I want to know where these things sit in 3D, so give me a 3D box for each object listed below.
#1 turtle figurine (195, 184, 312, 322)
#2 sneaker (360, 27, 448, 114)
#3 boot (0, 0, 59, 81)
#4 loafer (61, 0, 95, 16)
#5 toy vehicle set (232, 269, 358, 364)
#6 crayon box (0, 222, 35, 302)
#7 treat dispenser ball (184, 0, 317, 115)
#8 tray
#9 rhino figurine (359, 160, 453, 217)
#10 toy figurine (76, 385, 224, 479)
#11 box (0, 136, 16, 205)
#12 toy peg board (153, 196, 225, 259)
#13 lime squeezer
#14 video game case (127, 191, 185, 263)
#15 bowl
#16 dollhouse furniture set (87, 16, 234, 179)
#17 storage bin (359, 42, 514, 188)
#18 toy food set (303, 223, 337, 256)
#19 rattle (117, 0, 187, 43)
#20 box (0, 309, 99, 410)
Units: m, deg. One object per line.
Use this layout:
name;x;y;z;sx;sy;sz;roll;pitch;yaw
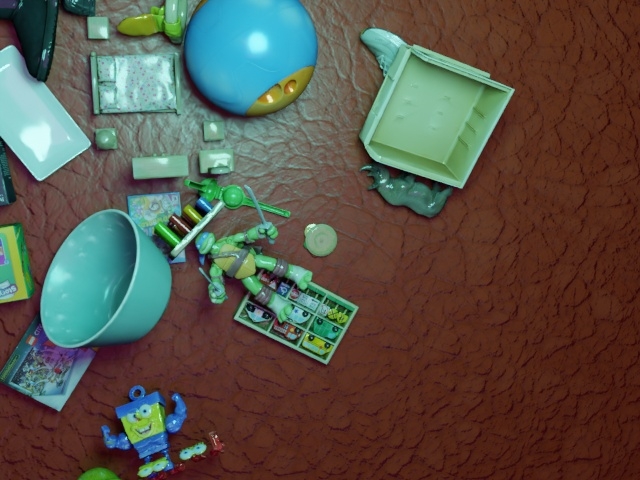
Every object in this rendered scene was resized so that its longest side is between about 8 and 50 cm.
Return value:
turtle figurine;-0.153;0.065;1.644;0.266;0.275;0.198;32;55;-17
sneaker;0.187;-0.401;1.768;0.262;0.099;0.121;37;92;-14
boot;-0.667;-0.470;1.553;0.207;0.094;0.246;6;87;-17
loafer;-0.506;-0.597;1.592;0.078;0.076;0.223;9;88;-31
toy vehicle set;-0.060;0.175;1.811;0.267;0.035;0.166;28;90;-15
crayon box;-0.788;0.066;1.604;0.278;0.081;0.165;-10;99;-12
treat dispenser ball;-0.148;-0.412;1.585;0.288;0.288;0.288;-2;97;-13
tray;-0.646;-0.277;1.609;0.145;0.030;0.270;-41;104;-18
rhino figurine;0.209;-0.134;1.816;0.243;0.073;0.106;19;90;-13
toy figurine;-0.427;0.460;1.738;0.362;0.191;0.217;-22;71;-2
box;-0.758;-0.144;1.579;0.156;0.093;0.158;-11;101;-12
toy peg board;-0.304;-0.042;1.655;0.079;0.161;0.160;43;78;-7
lime squeezer;-0.212;-0.110;1.712;0.310;0.110;0.059;17;75;-45
video game case;-0.384;-0.027;1.721;0.119;0.015;0.166;-6;99;-13
bowl;-0.446;0.103;1.603;0.163;0.311;0.311;32;89;-48
dollhouse furniture set;-0.347;-0.317;1.611;0.303;0.174;0.355;-4;98;-13
storage bin;0.264;-0.294;1.724;0.260;0.123;0.262;14;116;-22
toy food set;0.000;0.000;1.811;0.083;0.020;0.082;-1;98;-13
rattle;-0.354;-0.545;1.627;0.143;0.130;0.199;2;87;16
box;-0.608;0.253;1.688;0.159;0.044;0.233;32;89;-15
